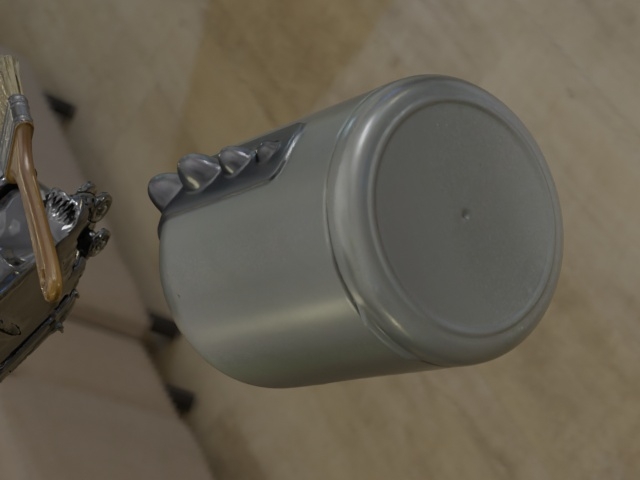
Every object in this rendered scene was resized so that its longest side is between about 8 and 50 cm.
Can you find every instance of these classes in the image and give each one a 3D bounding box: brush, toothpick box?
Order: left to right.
[{"bbox_3d":[-0.152,-0.030,0.907,0.170,0.014,0.043,-112,30,-42],"label":"brush"},{"bbox_3d":[0.000,0.000,1.342,0.316,0.229,0.229,-14,62,52],"label":"toothpick box"}]

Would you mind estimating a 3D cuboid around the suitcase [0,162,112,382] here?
[{"bbox_3d":[-0.436,0.052,1.705,0.283,0.434,0.194,34,144,16],"label":"suitcase"}]
